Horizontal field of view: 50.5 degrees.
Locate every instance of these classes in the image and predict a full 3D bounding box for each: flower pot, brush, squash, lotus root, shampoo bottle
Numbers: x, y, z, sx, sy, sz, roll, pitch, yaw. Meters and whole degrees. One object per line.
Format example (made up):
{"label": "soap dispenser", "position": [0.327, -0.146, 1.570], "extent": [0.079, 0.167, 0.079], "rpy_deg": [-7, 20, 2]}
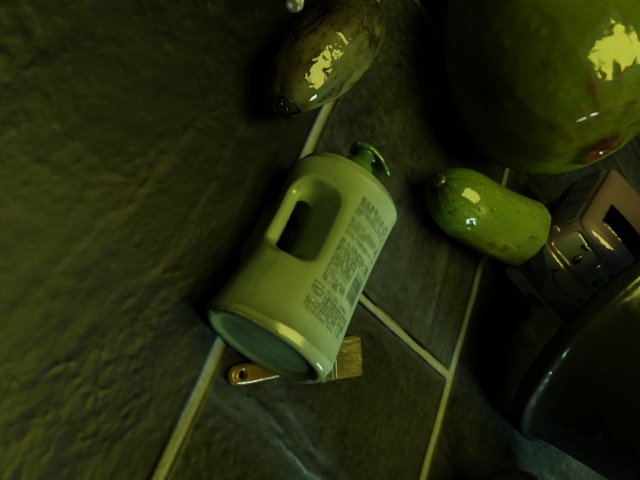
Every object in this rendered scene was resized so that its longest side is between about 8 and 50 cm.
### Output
{"label": "flower pot", "position": [0.445, 0.201, 0.823], "extent": [0.379, 0.251, 0.379], "rpy_deg": [-22, 141, -19]}
{"label": "brush", "position": [-0.019, 0.116, 0.634], "extent": [0.170, 0.014, 0.043], "rpy_deg": [1, 83, -45]}
{"label": "squash", "position": [0.189, -0.034, 0.822], "extent": [0.188, 0.095, 0.095], "rpy_deg": [21, 70, -38]}
{"label": "lotus root", "position": [0.005, -0.181, 0.639], "extent": [0.080, 0.089, 0.179], "rpy_deg": [52, 53, -21]}
{"label": "shampoo bottle", "position": [0.000, 0.000, 0.611], "extent": [0.118, 0.087, 0.234], "rpy_deg": [38, 57, -17]}

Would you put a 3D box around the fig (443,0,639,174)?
{"label": "fig", "position": [0.263, -0.243, 0.819], "extent": [0.258, 0.258, 0.326], "rpy_deg": [-14, 78, -46]}

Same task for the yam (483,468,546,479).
{"label": "yam", "position": [0.266, 0.379, 0.793], "extent": [0.304, 0.168, 0.168], "rpy_deg": [40, 58, -35]}

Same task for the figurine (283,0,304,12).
{"label": "figurine", "position": [0.055, -0.360, 0.654], "extent": [0.387, 0.166, 0.207], "rpy_deg": [-60, 147, -35]}

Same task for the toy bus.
{"label": "toy bus", "position": [0.360, 0.010, 0.928], "extent": [0.142, 0.142, 0.202], "rpy_deg": [50, 49, -3]}
